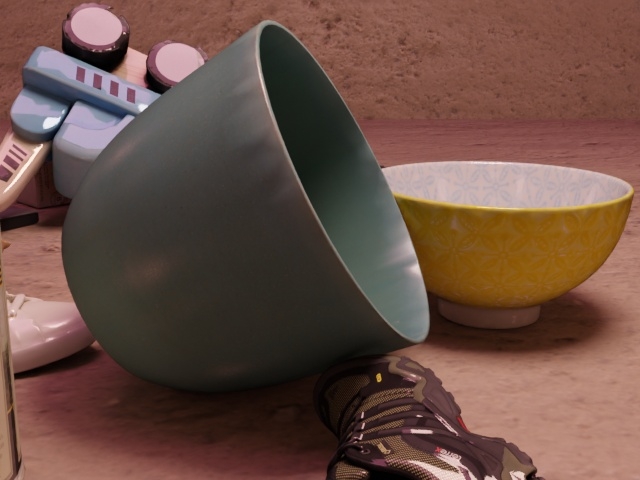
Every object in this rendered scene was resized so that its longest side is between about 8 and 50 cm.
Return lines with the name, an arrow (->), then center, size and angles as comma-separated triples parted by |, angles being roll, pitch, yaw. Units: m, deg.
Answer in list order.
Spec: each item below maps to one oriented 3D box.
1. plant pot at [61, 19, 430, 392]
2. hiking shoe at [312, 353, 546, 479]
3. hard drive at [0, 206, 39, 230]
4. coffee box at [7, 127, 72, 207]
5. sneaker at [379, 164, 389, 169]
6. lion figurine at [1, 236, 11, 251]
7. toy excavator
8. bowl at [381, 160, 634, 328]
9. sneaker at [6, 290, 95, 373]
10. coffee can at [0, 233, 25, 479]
plant pot -> -0.075, -0.003, 0.709 | 0.235, 0.293, 0.293 | -25, 8, 16
hiking shoe -> 0.040, 0.138, 0.536 | 0.114, 0.086, 0.227 | -4, 15, -30
hard drive -> -0.548, -0.039, 1.349 | 0.135, 0.022, 0.094 | 9, 17, 30
coffee box -> -0.453, -0.153, 1.561 | 0.098, 0.141, 0.246 | 13, 19, 42
sneaker -> 0.034, -0.060, 1.248 | 0.110, 0.122, 0.283 | 4, 5, -23
lion figurine -> -0.580, -0.007, 0.925 | 0.240, 0.142, 0.392 | 20, 17, 38
toy excavator -> -0.432, -0.154, 1.295 | 0.432, 0.222, 0.445 | 22, 57, -6
bowl -> 0.190, 0.008, 0.914 | 0.289, 0.156, 0.289 | 1, 14, 0
sneaker -> -0.357, 0.061, 0.764 | 0.290, 0.123, 0.106 | -2, 12, -13
coffee can -> -0.304, 0.042, 0.520 | 0.201, 0.275, 0.201 | 0, 14, 0
